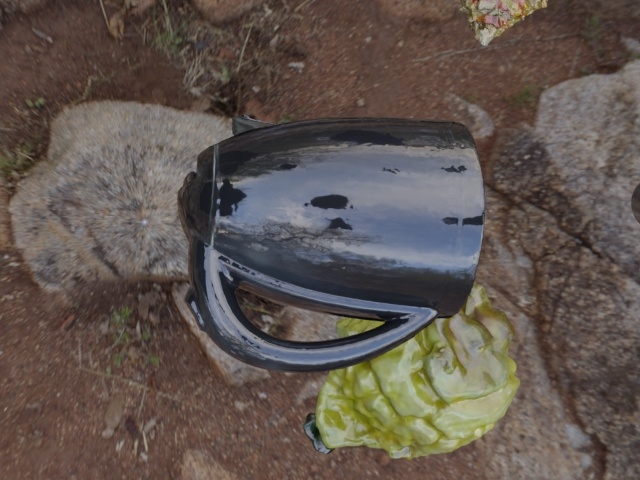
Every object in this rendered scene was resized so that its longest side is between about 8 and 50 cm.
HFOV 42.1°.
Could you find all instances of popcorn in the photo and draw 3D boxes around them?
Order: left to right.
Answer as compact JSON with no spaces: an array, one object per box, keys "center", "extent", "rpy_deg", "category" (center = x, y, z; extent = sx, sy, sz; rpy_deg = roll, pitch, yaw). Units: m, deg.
[{"center":[0.150,0.181,1.243],"extent":[0.293,0.237,0.292],"rpy_deg":[14,52,-19],"category":"popcorn"}]

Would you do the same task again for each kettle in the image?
[{"center":[0.000,0.000,0.845],"extent":[0.291,0.207,0.268],"rpy_deg":[3,74,-12],"category":"kettle"}]

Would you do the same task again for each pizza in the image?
[{"center":[0.260,-0.367,1.246],"extent":[0.188,0.062,0.198],"rpy_deg":[21,53,-12],"category":"pizza"}]

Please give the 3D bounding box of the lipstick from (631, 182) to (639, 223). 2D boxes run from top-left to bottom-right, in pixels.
[{"center":[0.275,-0.019,0.612],"extent":[0.054,0.234,0.053],"rpy_deg":[2,97,12],"category":"lipstick"}]
